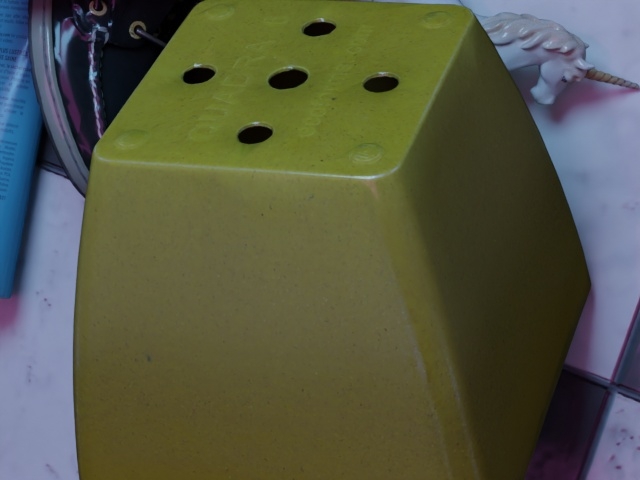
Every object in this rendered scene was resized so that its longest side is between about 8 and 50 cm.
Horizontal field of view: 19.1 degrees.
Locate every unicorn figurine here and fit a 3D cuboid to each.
[{"bbox_3d":[0.067,-0.099,0.999,0.111,0.060,0.162,-45,79,19],"label":"unicorn figurine"}]

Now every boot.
[{"bbox_3d":[-0.062,-0.143,1.025,0.178,0.085,0.236,-7,78,20],"label":"boot"}]

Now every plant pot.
[{"bbox_3d":[0.000,0.000,0.909,0.212,0.212,0.187,5,129,20],"label":"plant pot"}]

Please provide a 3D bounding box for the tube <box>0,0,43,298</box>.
[{"bbox_3d":[-0.190,-0.071,1.104,0.080,0.052,0.207,9,89,15],"label":"tube"}]
